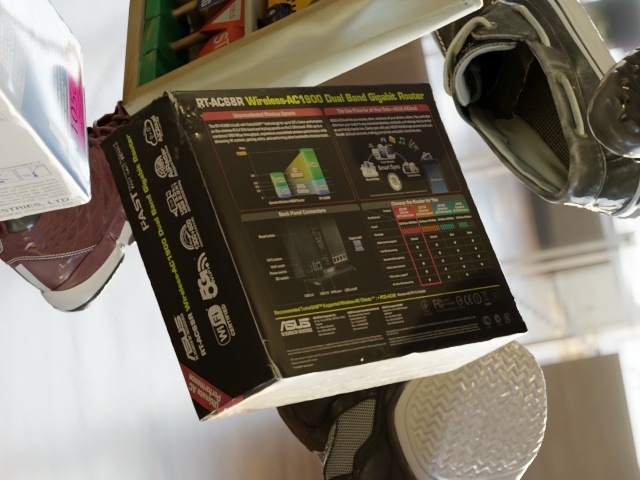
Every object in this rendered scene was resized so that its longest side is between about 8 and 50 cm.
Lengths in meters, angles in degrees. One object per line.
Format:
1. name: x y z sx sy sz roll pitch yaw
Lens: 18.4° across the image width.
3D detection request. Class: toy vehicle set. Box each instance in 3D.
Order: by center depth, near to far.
1. toy vehicle set: -0.013 -0.169 0.962 0.035 0.166 0.267 52 23 -36

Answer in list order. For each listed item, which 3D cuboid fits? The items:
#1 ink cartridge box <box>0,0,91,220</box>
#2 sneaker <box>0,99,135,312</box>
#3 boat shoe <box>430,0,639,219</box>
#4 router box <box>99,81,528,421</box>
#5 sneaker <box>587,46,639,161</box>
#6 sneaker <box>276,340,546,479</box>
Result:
1. ink cartridge box: -0.339 -0.132 1.363 0.395 0.270 0.151 62 18 -70
2. sneaker: -0.202 -0.087 1.730 0.162 0.281 0.106 34 -3 -18
3. boat shoe: 0.160 -0.142 1.605 0.335 0.119 0.121 51 -55 44
4. router box: 0.000 0.000 0.612 0.122 0.038 0.092 -6 71 -47
5. sneaker: 0.224 -0.086 1.325 0.078 0.106 0.234 50 35 5
6. sneaker: 0.027 0.160 1.155 0.101 0.153 0.268 18 98 -35
